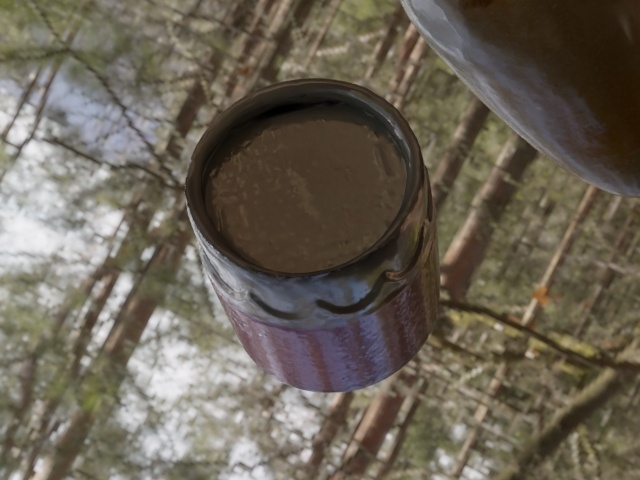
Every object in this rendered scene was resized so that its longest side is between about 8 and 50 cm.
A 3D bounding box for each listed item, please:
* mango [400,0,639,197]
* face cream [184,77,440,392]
[{"bbox_3d":[0.197,-0.202,1.012,0.384,0.199,0.221,51,164,-16],"label":"mango"},{"bbox_3d":[0.000,0.000,0.859,0.175,0.175,0.195,26,157,22],"label":"face cream"}]
